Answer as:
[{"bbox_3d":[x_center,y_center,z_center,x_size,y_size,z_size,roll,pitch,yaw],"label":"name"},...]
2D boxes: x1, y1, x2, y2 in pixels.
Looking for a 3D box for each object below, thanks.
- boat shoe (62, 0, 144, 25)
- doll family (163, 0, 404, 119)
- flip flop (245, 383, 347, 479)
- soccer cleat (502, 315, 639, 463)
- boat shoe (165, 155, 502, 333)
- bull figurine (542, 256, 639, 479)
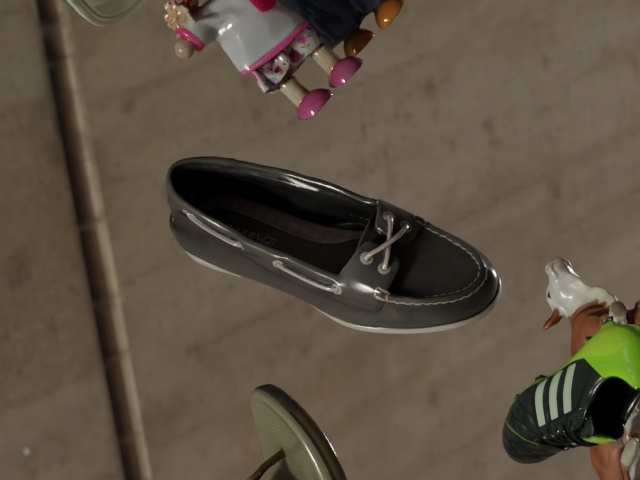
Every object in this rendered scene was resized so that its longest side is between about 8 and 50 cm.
[{"bbox_3d":[-0.226,-0.289,1.314,0.116,0.319,0.099,-43,-118,-7],"label":"boat shoe"},{"bbox_3d":[0.000,-0.211,1.071,0.263,0.163,0.118,-45,-165,0],"label":"doll family"},{"bbox_3d":[-0.034,0.249,1.297,0.080,0.277,0.112,-8,-161,-29],"label":"flip flop"},{"bbox_3d":[0.190,0.128,1.240,0.060,0.179,0.072,13,-132,-22],"label":"soccer cleat"},{"bbox_3d":[0.000,0.000,1.523,0.335,0.095,0.112,14,-120,26],"label":"boat shoe"},{"bbox_3d":[0.354,0.147,2.008,0.101,0.310,0.188,-7,159,-14],"label":"bull figurine"}]
